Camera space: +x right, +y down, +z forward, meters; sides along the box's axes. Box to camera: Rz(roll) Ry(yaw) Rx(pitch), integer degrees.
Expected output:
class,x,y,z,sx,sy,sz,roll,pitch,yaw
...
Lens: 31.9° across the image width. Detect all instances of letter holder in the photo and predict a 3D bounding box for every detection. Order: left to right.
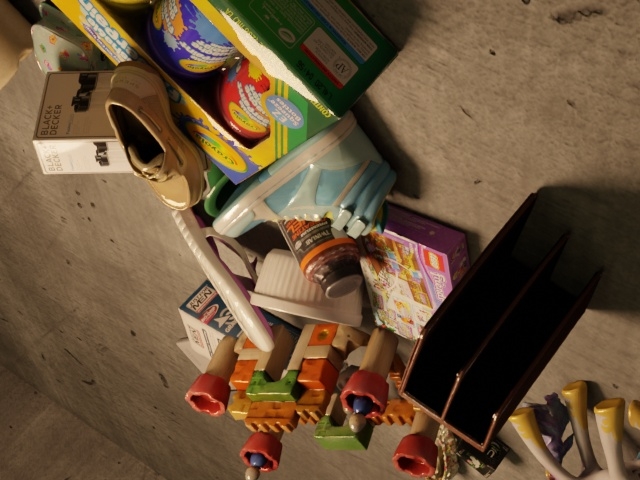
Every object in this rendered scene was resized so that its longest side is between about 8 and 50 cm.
class,x,y,z,sx,sy,sz,roll,pitch,yaw
letter holder,0.267,0.107,1.583,0.152,0.302,0.214,33,150,16

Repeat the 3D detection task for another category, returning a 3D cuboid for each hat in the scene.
class,x,y,z,sx,sy,sz,roll,pitch,yaw
hat,-0.170,-0.156,1.973,0.208,0.173,0.183,-47,64,33

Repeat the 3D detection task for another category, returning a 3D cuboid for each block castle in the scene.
class,x,y,z,sx,sy,sz,roll,pitch,yaw
block castle,-0.013,0.337,2.182,0.453,0.213,0.303,-5,136,34

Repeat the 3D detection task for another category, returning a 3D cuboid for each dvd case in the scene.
class,x,y,z,sx,sy,sz,roll,pitch,yaw
dvd case,-0.250,0.308,2.805,0.180,0.022,0.253,50,151,-14

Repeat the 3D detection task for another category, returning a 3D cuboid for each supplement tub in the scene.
class,x,y,z,sx,sy,sz,roll,pitch,yaw
supplement tub,0.000,0.000,1.904,0.198,0.106,0.106,62,160,26

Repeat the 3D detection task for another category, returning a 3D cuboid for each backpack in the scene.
class,x,y,z,sx,sy,sz,roll,pitch,yaw
backpack,-0.421,-0.340,2.007,0.166,0.144,0.188,27,151,17

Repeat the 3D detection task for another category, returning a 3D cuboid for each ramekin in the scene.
class,x,y,z,sx,sy,sz,roll,pitch,yaw
ramekin,-0.017,0.083,2.030,0.207,0.109,0.207,12,178,1

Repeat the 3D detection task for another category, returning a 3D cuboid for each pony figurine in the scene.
class,x,y,z,sx,sy,sz,roll,pitch,yaw
pony figurine,0.458,0.423,1.863,0.351,0.303,0.363,-16,102,48

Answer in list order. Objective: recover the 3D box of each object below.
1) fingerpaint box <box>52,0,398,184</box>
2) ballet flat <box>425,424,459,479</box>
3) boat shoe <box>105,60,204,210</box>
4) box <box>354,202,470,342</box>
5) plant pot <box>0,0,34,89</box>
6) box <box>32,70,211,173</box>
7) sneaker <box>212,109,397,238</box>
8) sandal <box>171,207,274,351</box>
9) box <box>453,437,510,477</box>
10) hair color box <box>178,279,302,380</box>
class,x,y,z,sx,sy,sz,roll,pitch,yaw
fingerpaint box,-0.166,-0.327,1.657,0.445,0.163,0.371,46,152,-12
ballet flat,0.236,0.429,2.303,0.091,0.077,0.241,20,144,37
boat shoe,-0.265,-0.141,1.761,0.109,0.098,0.302,5,142,17
box,0.166,0.072,1.919,0.201,0.057,0.293,25,147,33
plant pot,-0.724,-0.409,2.152,0.305,0.334,0.334,40,154,-21
box,-0.329,-0.203,1.908,0.290,0.169,0.087,0,143,3
sneaker,-0.014,-0.053,1.807,0.319,0.127,0.208,-36,106,32
sandal,-0.178,0.044,2.197,0.416,0.102,0.169,52,171,39
box,0.315,0.411,2.193,0.083,0.062,0.052,37,153,8
hair color box,-0.141,0.239,2.485,0.347,0.105,0.174,26,148,26
